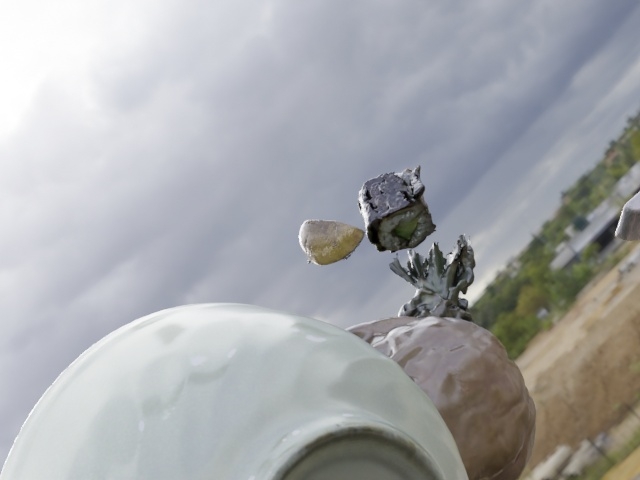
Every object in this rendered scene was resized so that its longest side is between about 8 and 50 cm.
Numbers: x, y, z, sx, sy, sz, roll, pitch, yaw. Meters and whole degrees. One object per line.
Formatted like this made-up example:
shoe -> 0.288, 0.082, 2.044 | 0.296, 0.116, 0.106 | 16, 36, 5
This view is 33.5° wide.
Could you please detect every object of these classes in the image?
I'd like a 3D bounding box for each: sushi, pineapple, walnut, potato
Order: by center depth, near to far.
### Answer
walnut -> 0.081, 0.195, 1.058 | 0.273, 0.227, 0.273 | -36, -25, -19
potato -> -0.001, 0.001, 1.058 | 0.093, 0.036, 0.037 | -6, 52, 55
pineapple -> 0.168, 0.161, 1.373 | 0.175, 0.175, 0.361 | 122, 158, -57
sushi -> 0.098, -0.043, 1.392 | 0.094, 0.084, 0.098 | -18, -48, 2

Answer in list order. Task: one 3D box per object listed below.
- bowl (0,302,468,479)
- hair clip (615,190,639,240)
bowl -> -0.020, 0.164, 0.559 | 0.277, 0.277, 0.145 | -39, 15, -34
hair clip -> 0.534, -0.080, 1.456 | 0.331, 0.101, 0.085 | -36, -28, -29
